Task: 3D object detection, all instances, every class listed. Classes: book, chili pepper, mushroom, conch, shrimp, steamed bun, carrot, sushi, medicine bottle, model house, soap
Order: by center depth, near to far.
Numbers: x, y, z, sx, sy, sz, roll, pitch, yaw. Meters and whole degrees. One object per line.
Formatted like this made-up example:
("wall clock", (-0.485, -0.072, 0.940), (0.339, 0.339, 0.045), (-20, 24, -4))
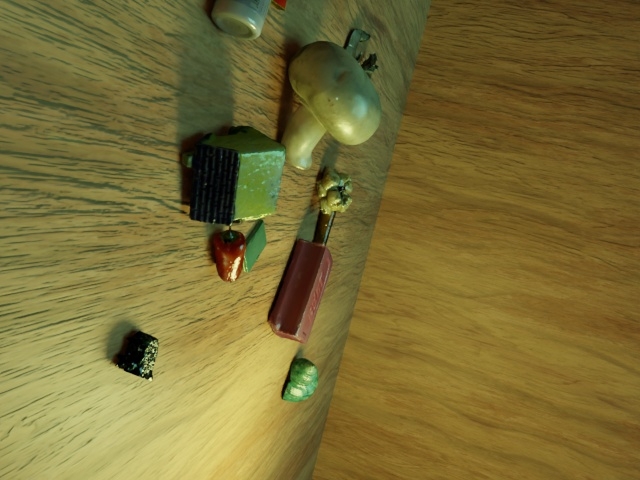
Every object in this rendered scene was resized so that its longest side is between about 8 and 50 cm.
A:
("medicine bottle", (-0.143, -0.509, 1.018), (0.103, 0.103, 0.186), (34, 73, -74))
("sushi", (-0.365, 0.231, 1.037), (0.084, 0.056, 0.083), (75, 34, -64))
("model house", (-0.216, -0.141, 1.134), (0.211, 0.170, 0.194), (-14, 130, -41))
("chili pepper", (-0.226, 0.015, 1.275), (0.084, 0.086, 0.192), (-25, 146, -34))
("mushroom", (0.045, -0.383, 1.458), (0.315, 0.315, 0.356), (-51, 142, -57))
("book", (-0.197, 0.019, 1.514), (0.103, 0.017, 0.135), (87, 23, -44))
("soap", (-0.072, 0.198, 1.945), (0.233, 0.128, 0.359), (64, 43, -70))
("shrimp", (0.155, -0.700, 1.987), (0.360, 0.085, 0.247), (-49, 145, -51))
("steamed bun", (0.062, -0.200, 2.007), (0.177, 0.106, 0.192), (-14, 97, -69))
("carrot", (0.000, 0.000, 2.146), (0.066, 0.066, 0.314), (-21, 128, -72))
("conch", (-0.081, 0.629, 2.318), (0.196, 0.134, 0.202), (-50, 152, -60))

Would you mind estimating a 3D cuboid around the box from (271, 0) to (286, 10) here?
("box", (-0.108, -0.608, 1.203), (0.133, 0.023, 0.090), (-22, 128, -71))
